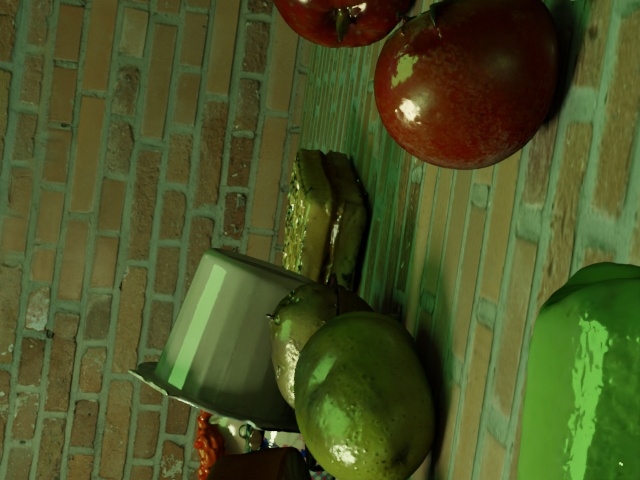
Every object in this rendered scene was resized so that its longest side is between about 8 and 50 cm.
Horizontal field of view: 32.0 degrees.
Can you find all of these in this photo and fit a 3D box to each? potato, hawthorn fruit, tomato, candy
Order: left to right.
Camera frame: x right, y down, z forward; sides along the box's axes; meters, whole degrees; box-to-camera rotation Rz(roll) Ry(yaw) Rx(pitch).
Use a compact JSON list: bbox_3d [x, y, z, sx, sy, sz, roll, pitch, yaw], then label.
[{"bbox_3d":[-0.030,0.127,1.409,0.100,0.089,0.172,113,166,-59],"label":"potato"},{"bbox_3d":[0.030,-0.419,1.674,0.258,0.258,0.261,-162,60,-83],"label":"hawthorn fruit"},{"bbox_3d":[0.051,0.178,1.260,0.169,0.143,0.248,-65,22,18],"label":"potato"},{"bbox_3d":[0.127,-0.136,0.950,0.167,0.167,0.167,-173,90,-83],"label":"tomato"},{"bbox_3d":[0.143,0.180,0.530,0.142,0.132,0.343,-162,79,-67],"label":"candy"}]

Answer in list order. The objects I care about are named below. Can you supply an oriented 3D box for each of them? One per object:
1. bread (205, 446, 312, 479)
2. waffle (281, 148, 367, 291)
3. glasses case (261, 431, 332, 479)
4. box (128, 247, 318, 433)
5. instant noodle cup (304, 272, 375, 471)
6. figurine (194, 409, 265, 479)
[{"bbox_3d":[-0.062,0.423,1.381,0.295,0.114,0.327,47,-147,-75],"label":"bread"},{"bbox_3d":[0.001,0.000,1.994,0.376,0.114,0.261,-104,19,-71],"label":"waffle"},{"bbox_3d":[-0.039,0.372,1.848,0.076,0.125,0.327,-77,-3,-68],"label":"glasses case"},{"bbox_3d":[-0.104,0.132,1.608,0.291,0.262,0.206,-30,-40,-85],"label":"box"},{"bbox_3d":[0.041,0.185,1.532,0.274,0.091,0.274,-172,90,-83],"label":"instant noodle cup"},{"bbox_3d":[-0.102,0.361,2.097,0.412,0.241,0.306,130,139,-59],"label":"figurine"}]
